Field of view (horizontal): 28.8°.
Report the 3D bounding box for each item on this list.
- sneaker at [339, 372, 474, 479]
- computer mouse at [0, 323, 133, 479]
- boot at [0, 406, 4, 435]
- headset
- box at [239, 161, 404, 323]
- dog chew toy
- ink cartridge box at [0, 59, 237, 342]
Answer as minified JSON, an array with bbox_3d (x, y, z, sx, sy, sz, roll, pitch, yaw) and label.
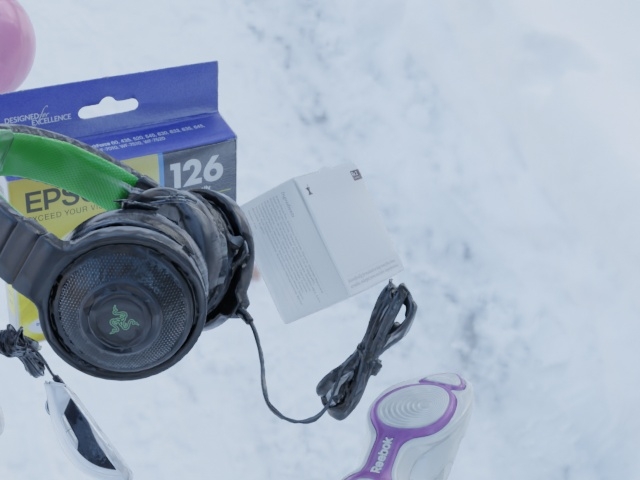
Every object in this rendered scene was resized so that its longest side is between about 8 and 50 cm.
[{"bbox_3d":[0.096,0.288,1.516,0.114,0.152,0.305,15,48,29],"label":"sneaker"},{"bbox_3d":[-0.255,0.172,1.233,0.042,0.106,0.193,-36,76,-11],"label":"computer mouse"},{"bbox_3d":[-0.478,0.180,1.558,0.069,0.086,0.190,-43,80,5],"label":"boot"},{"bbox_3d":[-0.121,0.009,1.035,0.394,0.185,0.243,36,18,5],"label":"headset"},{"bbox_3d":[0.000,0.000,1.757,0.181,0.119,0.182,-21,85,-59],"label":"box"},{"bbox_3d":[-0.617,-0.326,2.015,0.207,0.206,0.332,33,17,22],"label":"dog chew toy"},{"bbox_3d":[-0.245,-0.047,1.538,0.304,0.307,0.072,-14,32,-28],"label":"ink cartridge box"}]
